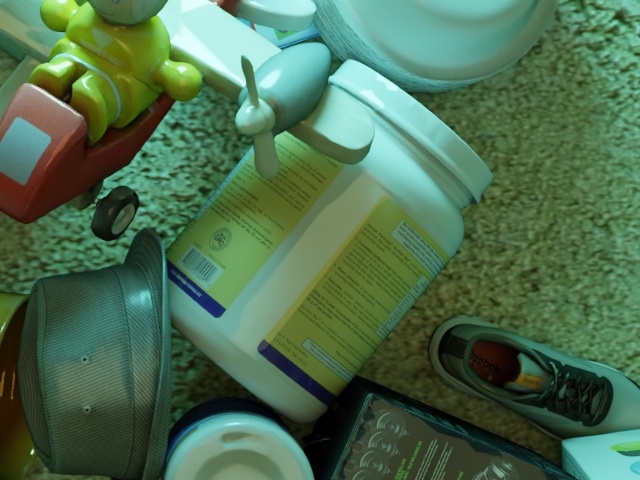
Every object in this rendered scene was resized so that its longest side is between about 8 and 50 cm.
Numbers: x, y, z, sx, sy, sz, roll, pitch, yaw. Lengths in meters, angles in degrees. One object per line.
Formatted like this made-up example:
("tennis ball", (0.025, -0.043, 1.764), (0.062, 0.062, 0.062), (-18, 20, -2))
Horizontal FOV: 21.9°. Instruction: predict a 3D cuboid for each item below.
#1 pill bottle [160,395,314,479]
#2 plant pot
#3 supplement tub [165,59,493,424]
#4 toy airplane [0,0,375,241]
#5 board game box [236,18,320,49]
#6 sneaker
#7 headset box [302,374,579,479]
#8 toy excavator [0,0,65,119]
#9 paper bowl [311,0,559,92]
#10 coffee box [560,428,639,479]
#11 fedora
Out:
("pill bottle", (-0.091, 0.243, 1.725), (0.152, 0.272, 0.152), (0, 92, -6))
("plant pot", (-0.401, 0.150, 1.738), (0.188, 0.205, 0.205), (5, 91, 9))
("supplement tub", (0.000, 0.000, 1.744), (0.241, 0.241, 0.331), (40, 87, -6))
("toy airplane", (-0.163, -0.216, 1.629), (0.386, 0.272, 0.384), (-8, 63, -6))
("board game box", (-0.034, -0.298, 1.831), (0.211, 0.039, 0.160), (-19, 94, -5))
("sneaker", (0.253, 0.166, 1.845), (0.272, 0.108, 0.100), (21, 88, -8))
("headset box", (0.118, 0.252, 1.762), (0.283, 0.246, 0.131), (24, 89, -7))
("toy excavator", (-0.477, -0.057, 1.723), (0.445, 0.222, 0.433), (6, 84, -17))
("paper bowl", (0.128, -0.306, 1.768), (0.284, 0.148, 0.284), (1, 86, -19))
("coffee box", (0.462, 0.396, 1.740), (0.338, 0.334, 0.338), (-6, 103, -7))
("fedora", (-0.232, 0.124, 1.656), (0.124, 0.244, 0.275), (0, 95, -20))
